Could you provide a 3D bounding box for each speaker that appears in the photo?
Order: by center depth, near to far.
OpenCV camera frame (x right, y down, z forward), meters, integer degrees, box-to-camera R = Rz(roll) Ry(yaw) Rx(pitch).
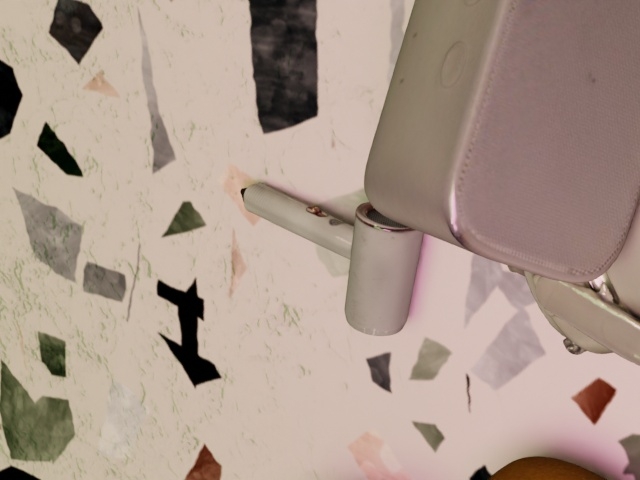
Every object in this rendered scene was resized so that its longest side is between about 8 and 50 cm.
[{"bbox_3d":[0.181,-0.182,1.221,0.184,0.183,0.406,17,90,63],"label":"speaker"}]

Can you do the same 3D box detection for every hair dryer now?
[{"bbox_3d":[0.000,0.000,1.586,0.236,0.073,0.131,25,120,31],"label":"hair dryer"}]

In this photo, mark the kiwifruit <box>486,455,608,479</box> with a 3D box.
[{"bbox_3d":[0.241,0.323,1.441,0.234,0.196,0.196,35,123,15],"label":"kiwifruit"}]

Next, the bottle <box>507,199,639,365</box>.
[{"bbox_3d":[0.321,0.005,1.262,0.351,0.229,0.229,-22,92,39],"label":"bottle"}]
